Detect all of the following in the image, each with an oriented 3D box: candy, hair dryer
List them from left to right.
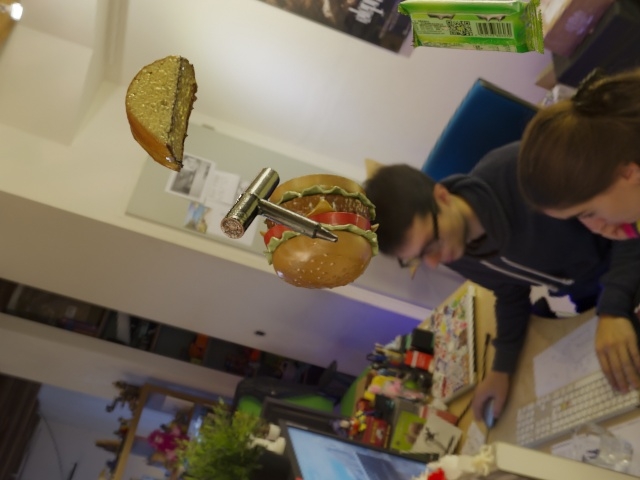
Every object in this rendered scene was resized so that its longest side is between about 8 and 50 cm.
[{"bbox_3d":[-0.052,-0.051,1.091,0.173,0.195,0.050,-65,-13,-47],"label":"hair dryer"},{"bbox_3d":[0.195,-0.277,0.803,0.102,0.178,0.032,34,-110,-61],"label":"candy"}]

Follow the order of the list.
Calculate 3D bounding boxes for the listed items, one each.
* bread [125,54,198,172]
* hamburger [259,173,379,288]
[{"bbox_3d":[-0.352,-0.282,1.342,0.129,0.134,0.260,79,-168,-71],"label":"bread"},{"bbox_3d":[0.000,0.000,1.408,0.274,0.275,0.212,127,143,-59],"label":"hamburger"}]
